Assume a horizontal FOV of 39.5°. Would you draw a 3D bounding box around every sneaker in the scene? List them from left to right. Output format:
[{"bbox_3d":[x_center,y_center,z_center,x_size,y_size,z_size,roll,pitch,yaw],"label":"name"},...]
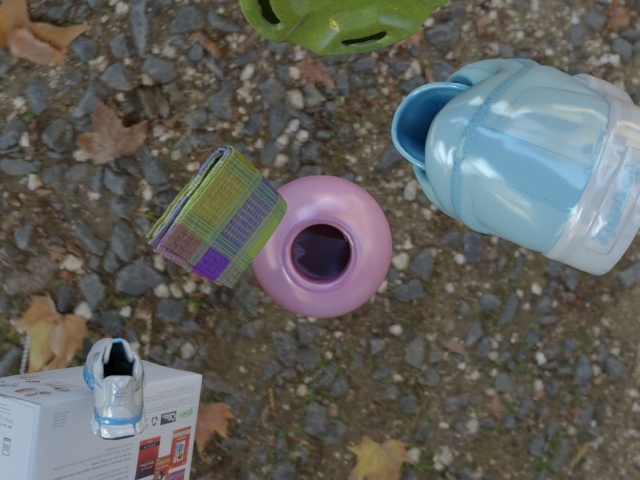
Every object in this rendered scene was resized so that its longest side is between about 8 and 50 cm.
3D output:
[{"bbox_3d":[-0.224,0.139,0.991,0.071,0.190,0.083,-1,108,-19],"label":"sneaker"},{"bbox_3d":[0.130,-0.078,0.637,0.150,0.366,0.135,24,97,2],"label":"sneaker"}]

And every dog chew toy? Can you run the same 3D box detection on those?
[{"bbox_3d":[0.000,0.000,1.368,0.206,0.332,0.207,0,96,0],"label":"dog chew toy"}]

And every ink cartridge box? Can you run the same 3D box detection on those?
[{"bbox_3d":[-0.307,0.309,1.149,0.309,0.130,0.272,4,94,-62],"label":"ink cartridge box"}]

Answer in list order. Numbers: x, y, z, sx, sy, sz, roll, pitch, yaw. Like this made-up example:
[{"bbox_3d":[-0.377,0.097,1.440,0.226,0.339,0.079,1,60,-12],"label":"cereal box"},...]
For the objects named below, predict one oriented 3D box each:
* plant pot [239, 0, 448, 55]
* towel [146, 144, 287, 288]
[{"bbox_3d":[0.012,-0.314,0.769,0.276,0.276,0.254,8,64,-29],"label":"plant pot"},{"bbox_3d":[-0.047,-0.010,0.438,0.060,0.009,0.083,-53,154,-2],"label":"towel"}]
